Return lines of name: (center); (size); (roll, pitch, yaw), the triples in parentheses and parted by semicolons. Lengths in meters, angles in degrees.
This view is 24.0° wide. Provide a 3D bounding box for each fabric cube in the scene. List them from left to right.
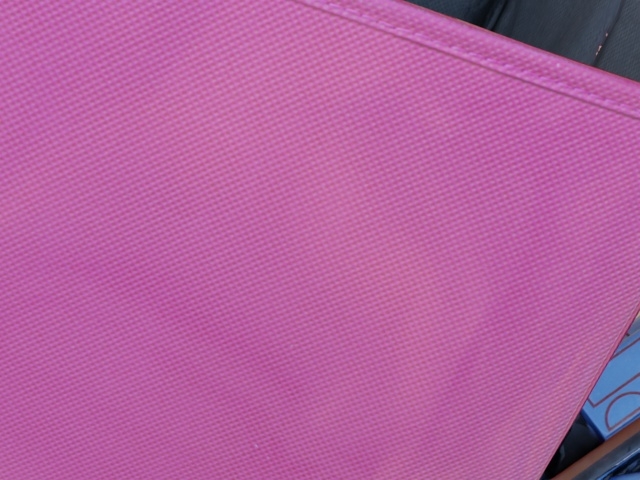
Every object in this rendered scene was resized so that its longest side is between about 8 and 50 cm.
fabric cube: (-0.054, -0.025, 0.505); (0.254, 0.259, 0.258); (16, 119, -10)

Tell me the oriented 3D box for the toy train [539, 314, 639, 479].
toy train: (0.153, 0.069, 0.618); (0.184, 0.105, 0.080); (-35, 155, -1)
